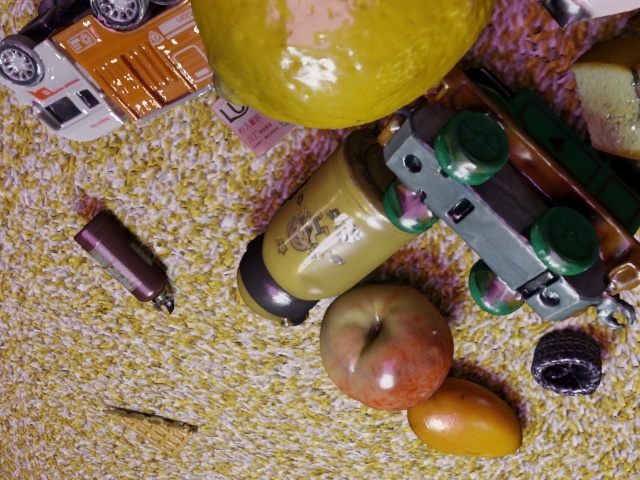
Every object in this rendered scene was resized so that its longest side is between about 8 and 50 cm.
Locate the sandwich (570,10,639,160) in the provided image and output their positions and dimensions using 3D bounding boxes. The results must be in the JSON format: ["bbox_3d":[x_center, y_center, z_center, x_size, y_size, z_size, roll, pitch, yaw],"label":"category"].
[{"bbox_3d":[0.419,-0.208,0.894,0.235,0.128,0.122,-35,114,-10],"label":"sandwich"}]

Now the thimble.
[{"bbox_3d":[0.391,0.196,1.224,0.104,0.066,0.095,17,131,9],"label":"thimble"}]

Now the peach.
[{"bbox_3d":[0.109,0.174,1.249,0.232,0.232,0.232,10,127,14],"label":"peach"}]

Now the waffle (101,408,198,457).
[{"bbox_3d":[-0.368,0.388,1.664,0.191,0.032,0.125,35,130,-8],"label":"waffle"}]

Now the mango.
[{"bbox_3d":[0.254,0.312,1.337,0.219,0.112,0.145,22,129,-10],"label":"mango"}]

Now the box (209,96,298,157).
[{"bbox_3d":[-0.072,-0.205,1.115,0.111,0.060,0.156,46,126,-12],"label":"box"}]

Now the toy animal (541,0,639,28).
[{"bbox_3d":[0.288,-0.388,0.754,0.251,0.251,0.310,-11,109,27],"label":"toy animal"}]

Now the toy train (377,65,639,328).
[{"bbox_3d":[0.254,-0.072,0.977,0.429,0.249,0.178,45,148,3],"label":"toy train"}]

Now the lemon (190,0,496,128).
[{"bbox_3d":[0.025,-0.282,0.818,0.336,0.336,0.336,10,127,14],"label":"lemon"}]

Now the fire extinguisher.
[{"bbox_3d":[-0.342,0.053,1.400,0.231,0.071,0.099,47,154,-17],"label":"fire extinguisher"}]

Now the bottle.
[{"bbox_3d":[0.000,0.000,1.163,0.171,0.171,0.351,41,128,-11],"label":"bottle"}]

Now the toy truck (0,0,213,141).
[{"bbox_3d":[-0.246,-0.276,1.058,0.387,0.173,0.207,-19,125,27],"label":"toy truck"}]
